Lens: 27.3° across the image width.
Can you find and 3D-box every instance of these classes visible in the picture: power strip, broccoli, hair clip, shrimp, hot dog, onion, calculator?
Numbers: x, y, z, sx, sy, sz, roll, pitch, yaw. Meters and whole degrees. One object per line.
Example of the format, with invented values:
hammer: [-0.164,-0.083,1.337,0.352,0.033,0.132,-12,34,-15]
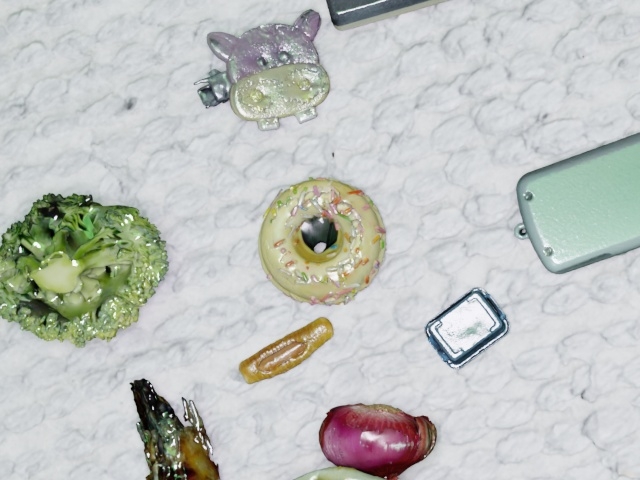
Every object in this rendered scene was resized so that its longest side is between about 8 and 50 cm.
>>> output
power strip: [0.117,-0.360,1.732,0.256,0.070,0.105,-15,78,5]
broccoli: [-0.323,0.036,1.689,0.226,0.176,0.198,10,85,-26]
hair clip: [-0.075,-0.217,1.749,0.187,0.056,0.146,-15,87,4]
shrimp: [-0.228,0.366,1.690,0.233,0.071,0.365,-17,85,11]
hot dog: [-0.043,0.146,1.708,0.137,0.028,0.044,-28,86,3]
onion: [0.069,0.270,1.615,0.150,0.150,0.140,2,88,9]
calculator: [0.361,-0.050,1.663,0.246,0.045,0.141,-21,80,6]

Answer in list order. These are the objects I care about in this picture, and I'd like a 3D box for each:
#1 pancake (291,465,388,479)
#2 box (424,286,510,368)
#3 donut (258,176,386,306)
pancake: [0.030,0.378,1.605,0.253,0.037,0.254,4,117,7]
box: [0.184,0.109,1.664,0.099,0.054,0.074,-37,77,3]
donut: [0.000,0.000,1.700,0.174,0.068,0.175,-1,82,10]
